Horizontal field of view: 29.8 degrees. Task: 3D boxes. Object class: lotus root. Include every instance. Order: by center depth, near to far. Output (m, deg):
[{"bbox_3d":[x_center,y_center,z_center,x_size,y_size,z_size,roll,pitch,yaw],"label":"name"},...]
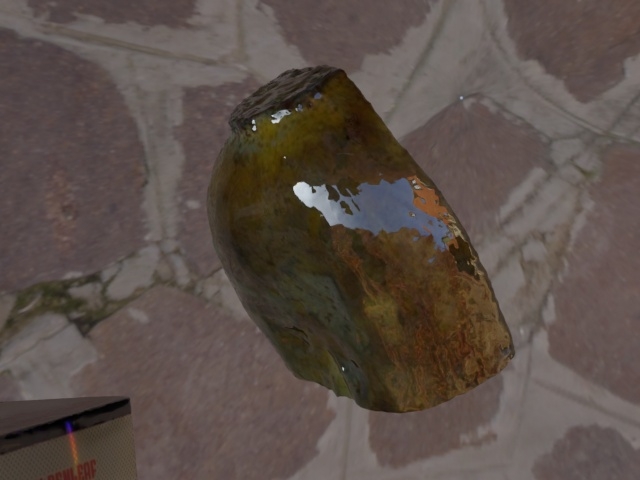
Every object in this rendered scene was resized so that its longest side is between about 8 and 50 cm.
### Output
[{"bbox_3d":[0.002,-0.007,1.005,0.149,0.267,0.260,-36,122,-20],"label":"lotus root"}]

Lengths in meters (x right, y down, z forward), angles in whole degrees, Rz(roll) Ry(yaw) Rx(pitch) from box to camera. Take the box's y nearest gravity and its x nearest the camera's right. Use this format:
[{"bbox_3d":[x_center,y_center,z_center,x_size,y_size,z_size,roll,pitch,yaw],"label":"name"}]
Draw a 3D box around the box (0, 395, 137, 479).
[{"bbox_3d":[-0.308,0.169,0.846,0.310,0.198,0.084,-6,90,23],"label":"box"}]
